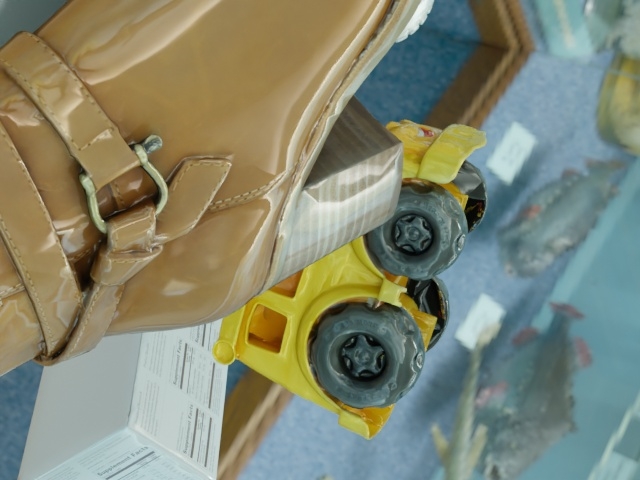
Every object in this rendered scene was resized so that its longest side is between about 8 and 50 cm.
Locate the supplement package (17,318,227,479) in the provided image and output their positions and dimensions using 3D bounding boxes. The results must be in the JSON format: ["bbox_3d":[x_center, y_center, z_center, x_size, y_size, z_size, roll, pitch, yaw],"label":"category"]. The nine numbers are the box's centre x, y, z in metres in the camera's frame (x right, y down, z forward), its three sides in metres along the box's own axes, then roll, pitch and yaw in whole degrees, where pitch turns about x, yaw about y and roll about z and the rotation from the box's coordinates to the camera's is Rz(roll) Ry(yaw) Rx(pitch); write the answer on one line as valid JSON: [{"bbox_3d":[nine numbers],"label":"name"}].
[{"bbox_3d":[-0.238,0.198,1.614,0.145,0.204,0.262,40,34,-30],"label":"supplement package"}]

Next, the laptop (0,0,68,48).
[{"bbox_3d":[-0.224,-0.171,0.757,0.234,0.264,0.136,-64,-171,-31],"label":"laptop"}]

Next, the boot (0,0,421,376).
[{"bbox_3d":[-0.078,-0.074,0.488,0.220,0.109,0.283,-23,140,-23],"label":"boot"}]

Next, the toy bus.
[{"bbox_3d":[0.000,0.000,0.944,0.149,0.211,0.220,-39,149,-69],"label":"toy bus"}]

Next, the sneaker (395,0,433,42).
[{"bbox_3d":[0.009,-0.278,1.472,0.297,0.111,0.129,-19,119,-30],"label":"sneaker"}]
